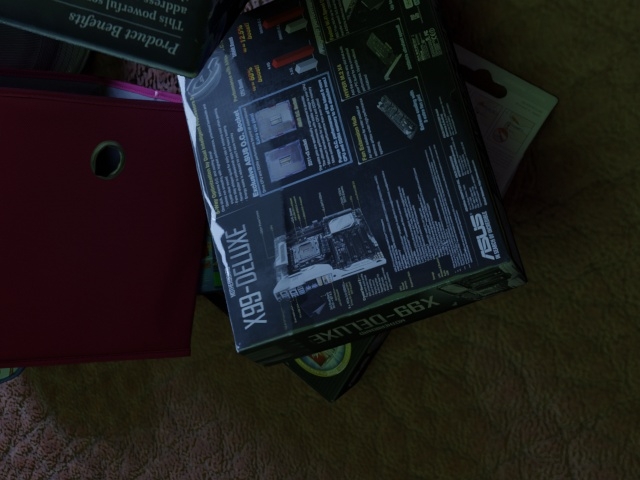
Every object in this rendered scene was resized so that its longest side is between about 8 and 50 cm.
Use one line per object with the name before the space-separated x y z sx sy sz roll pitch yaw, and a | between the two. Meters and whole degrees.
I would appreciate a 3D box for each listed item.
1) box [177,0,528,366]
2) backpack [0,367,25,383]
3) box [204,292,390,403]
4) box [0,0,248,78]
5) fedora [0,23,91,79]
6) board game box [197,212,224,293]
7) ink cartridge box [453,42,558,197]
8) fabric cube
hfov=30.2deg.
box | 0.017 -0.072 1.030 0.242 0.076 0.307 -20 69 14
backpack | -0.425 0.045 1.422 0.276 0.213 0.263 4 121 29
box | 0.000 0.000 1.207 0.216 0.060 0.270 40 124 15
box | -0.124 -0.375 0.928 0.212 0.293 0.395 17 118 -1
fedora | -0.399 -0.234 1.304 0.275 0.124 0.244 -18 97 25
board game box | -0.156 -0.006 1.262 0.201 0.035 0.136 -10 83 52
ink cartridge box | 0.109 -0.082 1.081 0.145 0.045 0.179 31 81 16
fabric cube | -0.281 -0.033 1.185 0.259 0.254 0.258 19 104 49
